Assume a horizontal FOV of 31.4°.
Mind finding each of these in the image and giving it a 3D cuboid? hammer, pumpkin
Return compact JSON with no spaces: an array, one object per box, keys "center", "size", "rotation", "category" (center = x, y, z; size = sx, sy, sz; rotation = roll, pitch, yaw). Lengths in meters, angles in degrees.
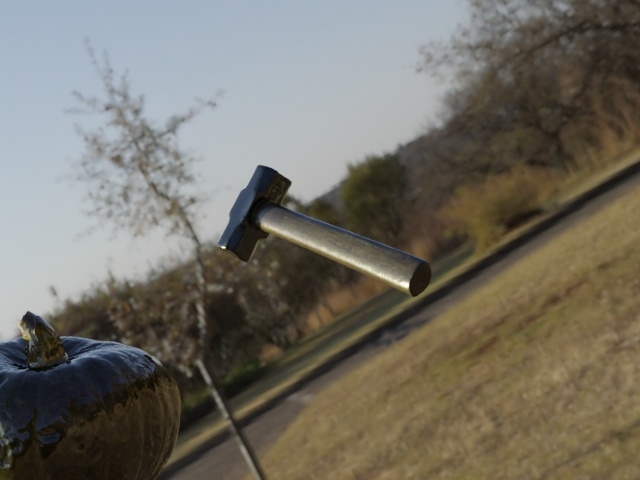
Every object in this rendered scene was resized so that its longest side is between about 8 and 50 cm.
[{"center":[0.000,0.000,1.200],"size":[0.365,0.043,0.111],"rotation":[22,82,58],"category":"hammer"},{"center":[-0.223,0.137,0.941],"size":[0.219,0.162,0.219],"rotation":[-4,4,0],"category":"pumpkin"}]
